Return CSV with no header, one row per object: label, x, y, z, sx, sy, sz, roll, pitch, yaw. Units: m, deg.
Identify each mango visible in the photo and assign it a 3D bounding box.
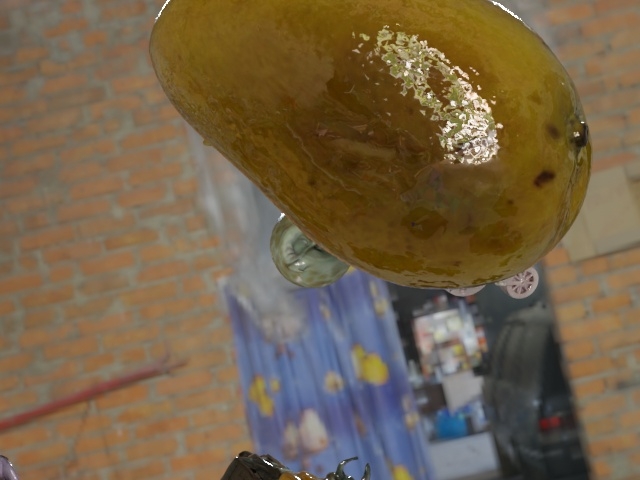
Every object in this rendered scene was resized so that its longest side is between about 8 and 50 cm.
mango,0.040,-0.123,1.205,0.445,0.301,0.220,24,35,14

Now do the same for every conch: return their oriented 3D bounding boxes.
conch,-0.010,0.008,1.706,0.116,0.106,0.173,-7,37,-5

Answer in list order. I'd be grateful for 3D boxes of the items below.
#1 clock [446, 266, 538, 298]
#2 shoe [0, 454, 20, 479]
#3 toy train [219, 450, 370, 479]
clock,0.187,0.023,1.391,0.129,0.087,0.041,12,17,-26
shoe,-0.416,0.378,1.574,0.095,0.138,0.245,2,22,-5
toy train,-0.097,0.399,1.395,0.249,0.429,0.178,32,3,34
